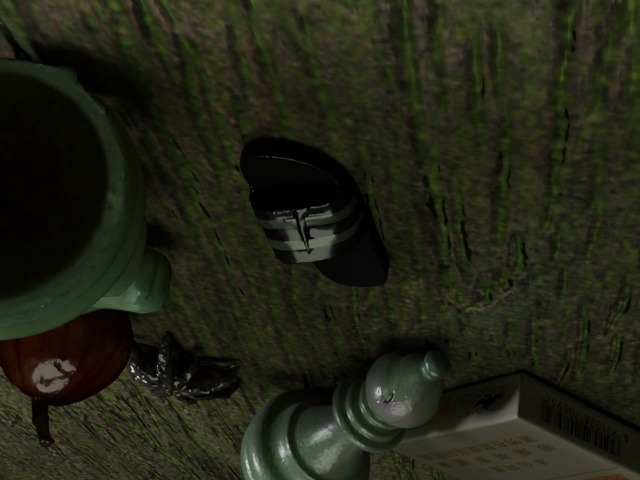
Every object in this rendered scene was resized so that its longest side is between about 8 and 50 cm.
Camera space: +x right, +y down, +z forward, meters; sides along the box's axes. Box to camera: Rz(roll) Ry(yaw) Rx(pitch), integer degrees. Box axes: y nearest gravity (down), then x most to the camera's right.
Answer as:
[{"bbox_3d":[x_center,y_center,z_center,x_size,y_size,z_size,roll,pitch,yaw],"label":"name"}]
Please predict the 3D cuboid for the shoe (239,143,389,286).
[{"bbox_3d":[0.000,0.000,0.662,0.071,0.049,0.179,-2,148,25],"label":"shoe"}]

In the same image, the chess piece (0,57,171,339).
[{"bbox_3d":[-0.200,0.002,0.680,0.176,0.176,0.298,14,165,-2],"label":"chess piece"}]

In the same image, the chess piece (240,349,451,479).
[{"bbox_3d":[0.038,0.169,0.905,0.139,0.139,0.271,24,138,-19],"label":"chess piece"}]

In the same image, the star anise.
[{"bbox_3d":[-0.150,0.144,1.002,0.141,0.042,0.141,12,152,6],"label":"star anise"}]

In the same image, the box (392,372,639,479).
[{"bbox_3d":[0.268,0.241,0.984,0.365,0.051,0.204,27,149,-24],"label":"box"}]

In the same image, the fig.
[{"bbox_3d":[-0.232,0.105,0.883,0.128,0.150,0.128,-21,173,-3],"label":"fig"}]
